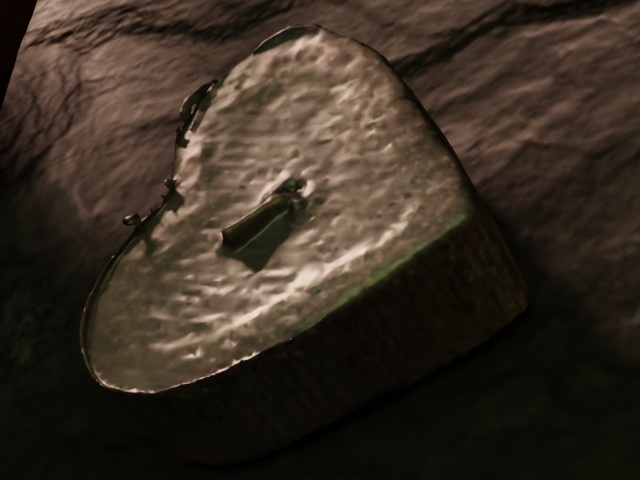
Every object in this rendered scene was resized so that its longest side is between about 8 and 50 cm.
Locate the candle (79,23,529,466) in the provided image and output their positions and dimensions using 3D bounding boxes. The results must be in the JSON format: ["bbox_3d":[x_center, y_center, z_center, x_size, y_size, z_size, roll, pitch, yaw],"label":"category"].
[{"bbox_3d":[0.000,0.000,0.567,0.168,0.068,0.192,6,58,36],"label":"candle"}]

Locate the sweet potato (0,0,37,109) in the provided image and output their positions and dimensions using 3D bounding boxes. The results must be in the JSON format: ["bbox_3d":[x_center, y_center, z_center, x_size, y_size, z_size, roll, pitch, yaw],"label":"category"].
[{"bbox_3d":[-0.225,-0.072,0.722,0.359,0.112,0.112,-53,46,4],"label":"sweet potato"}]
